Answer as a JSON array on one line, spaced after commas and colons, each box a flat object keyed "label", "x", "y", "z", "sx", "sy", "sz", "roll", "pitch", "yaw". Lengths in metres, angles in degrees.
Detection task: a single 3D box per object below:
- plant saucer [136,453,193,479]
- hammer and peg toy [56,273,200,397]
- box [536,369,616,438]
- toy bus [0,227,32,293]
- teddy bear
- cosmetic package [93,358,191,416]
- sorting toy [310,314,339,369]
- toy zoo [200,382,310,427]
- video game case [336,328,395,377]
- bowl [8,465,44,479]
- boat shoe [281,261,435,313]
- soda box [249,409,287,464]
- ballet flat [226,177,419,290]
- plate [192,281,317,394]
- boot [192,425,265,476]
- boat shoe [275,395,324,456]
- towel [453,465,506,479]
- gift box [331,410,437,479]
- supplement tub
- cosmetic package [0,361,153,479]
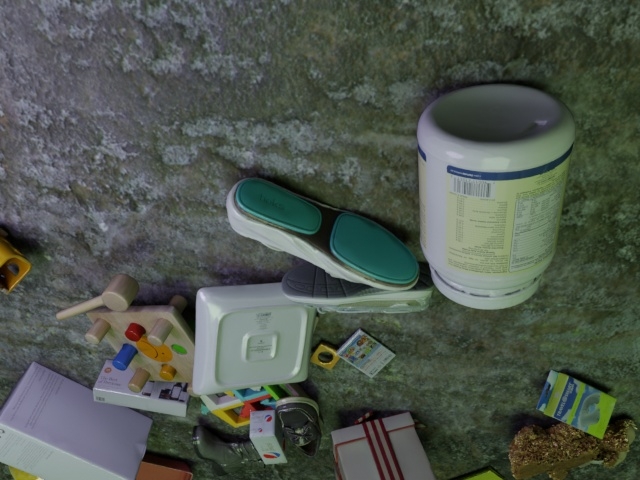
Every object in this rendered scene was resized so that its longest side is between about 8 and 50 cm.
[{"label": "plant saucer", "x": -0.550, "y": 0.762, "z": 1.842, "sx": 0.258, "sy": 0.048, "sz": 0.259, "roll": 17, "pitch": 128, "yaw": -7}, {"label": "hammer and peg toy", "x": -0.405, "y": 0.203, "z": 1.302, "sx": 0.265, "sy": 0.127, "sz": 0.361, "roll": -5, "pitch": 129, "yaw": 26}, {"label": "box", "x": 0.623, "y": 0.397, "z": 1.390, "sx": 0.178, "sy": 0.042, "sz": 0.109, "roll": 25, "pitch": 83, "yaw": -14}, {"label": "toy bus", "x": -0.713, "y": 0.018, "z": 1.218, "sx": 0.104, "sy": 0.191, "sz": 0.202, "roll": -50, "pitch": 119, "yaw": -12}, {"label": "teddy bear", "x": 0.659, "y": 0.536, "z": 1.510, "sx": 0.337, "sy": 0.113, "sz": 0.245, "roll": -19, "pitch": 132, "yaw": 11}, {"label": "cosmetic package", "x": -0.456, "y": 0.383, "z": 1.494, "sx": 0.238, "sy": 0.099, "sz": 0.061, "roll": 11, "pitch": 127, "yaw": -3}, {"label": "sorting toy", "x": -0.113, "y": 0.236, "z": 1.356, "sx": 0.347, "sy": 0.047, "sz": 0.196, "roll": 16, "pitch": 120, "yaw": -7}, {"label": "toy zoo", "x": -0.199, "y": 0.419, "z": 1.537, "sx": 0.293, "sy": 0.030, "sz": 0.192, "roll": -22, "pitch": 123, "yaw": 22}, {"label": "video game case", "x": 0.110, "y": 0.274, "z": 1.384, "sx": 0.122, "sy": 0.011, "sz": 0.087, "roll": 37, "pitch": 106, "yaw": -22}, {"label": "bowl", "x": -0.734, "y": 0.647, "z": 1.677, "sx": 0.289, "sy": 0.289, "sz": 0.156, "roll": 41, "pitch": 80, "yaw": -25}, {"label": "boat shoe", "x": 0.079, "y": 0.109, "z": 1.206, "sx": 0.320, "sy": 0.118, "sz": 0.103, "roll": -3, "pitch": 132, "yaw": -4}, {"label": "soda box", "x": -0.140, "y": 0.544, "z": 1.576, "sx": 0.069, "sy": 0.074, "sz": 0.216, "roll": -6, "pitch": 140, "yaw": 4}, {"label": "ballet flat", "x": 0.000, "y": 0.000, "z": 1.132, "sx": 0.400, "sy": 0.139, "sz": 0.139, "roll": 24, "pitch": 128, "yaw": -8}, {"label": "plate", "x": -0.136, "y": 0.223, "z": 1.262, "sx": 0.277, "sy": 0.045, "sz": 0.278, "roll": -2, "pitch": 116, "yaw": -21}, {"label": "boot", "x": -0.260, "y": 0.600, "z": 1.672, "sx": 0.161, "sy": 0.084, "sz": 0.247, "roll": -16, "pitch": 131, "yaw": 9}, {"label": "boat shoe", "x": -0.047, "y": 0.491, "z": 1.505, "sx": 0.102, "sy": 0.092, "sz": 0.285, "roll": -9, "pitch": 143, "yaw": 6}, {"label": "towel", "x": 0.441, "y": 0.751, "z": 1.749, "sx": 0.237, "sy": 0.021, "sz": 0.102, "roll": -33, "pitch": 124, "yaw": 27}, {"label": "gift box", "x": 0.181, "y": 0.625, "z": 1.530, "sx": 0.276, "sy": 0.258, "sz": 0.255, "roll": -8, "pitch": 128, "yaw": -13}, {"label": "supplement tub", "x": 0.283, "y": -0.068, "z": 0.960, "sx": 0.235, "sy": 0.236, "sz": 0.325, "roll": -3, "pitch": 129, "yaw": 8}, {"label": "cosmetic package", "x": -0.673, "y": 0.525, "z": 1.550, "sx": 0.385, "sy": 0.217, "sz": 0.156, "roll": 37, "pitch": 116, "yaw": -19}]
